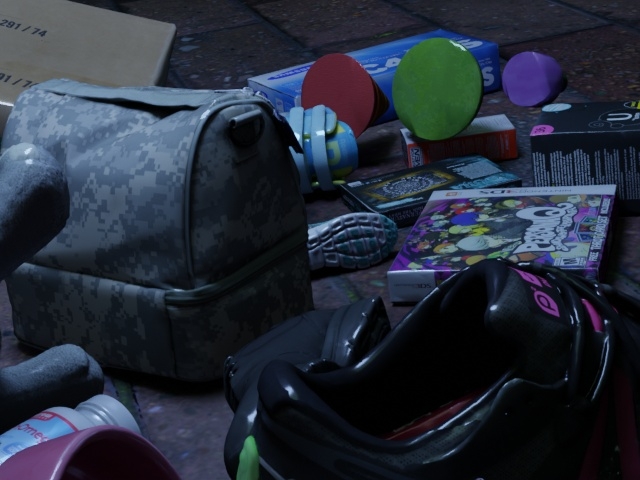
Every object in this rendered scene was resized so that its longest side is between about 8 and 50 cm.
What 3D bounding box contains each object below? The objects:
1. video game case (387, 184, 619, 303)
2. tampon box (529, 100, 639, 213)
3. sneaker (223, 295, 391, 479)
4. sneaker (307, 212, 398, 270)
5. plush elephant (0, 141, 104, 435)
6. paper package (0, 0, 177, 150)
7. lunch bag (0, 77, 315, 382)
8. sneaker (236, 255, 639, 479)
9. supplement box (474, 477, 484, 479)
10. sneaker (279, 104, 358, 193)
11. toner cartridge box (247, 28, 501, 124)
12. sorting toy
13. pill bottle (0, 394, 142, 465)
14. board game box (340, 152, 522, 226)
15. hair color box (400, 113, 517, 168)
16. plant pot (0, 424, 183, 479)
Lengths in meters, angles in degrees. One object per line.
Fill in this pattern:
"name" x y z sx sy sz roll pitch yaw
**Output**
"video game case" 0.197 0.001 1.350 0.210 0.042 0.232 -2 22 19
"tampon box" 0.327 -0.096 1.466 0.161 0.101 0.120 -1 22 18
"sneaker" -0.027 0.131 1.047 0.130 0.109 0.286 -7 11 20
"sneaker" 0.000 0.000 1.400 0.166 0.065 0.076 -11 18 -12
"plush elephant" -0.377 0.066 1.068 0.330 0.272 0.255 -37 48 -28
"paper package" -0.364 -0.167 1.581 0.324 0.168 0.309 12 35 -2
"lunch bag" -0.164 -0.027 1.255 0.305 0.256 0.212 10 28 37
"sneaker" 0.175 0.104 0.882 0.482 0.202 0.185 -16 24 -19
"supplement box" 0.034 0.227 0.711 0.188 0.104 0.081 -24 -18 -27
"sneaker" -0.075 -0.093 1.571 0.208 0.127 0.319 1 24 25
"toner cartridge box" 0.083 -0.236 1.941 0.347 0.075 0.165 -18 23 -23
"sorting toy" 0.154 -0.189 1.660 0.365 0.127 0.126 -2 1 34
"pill bottle" -0.214 0.181 0.979 0.087 0.087 0.160 10 27 38
"board game box" 0.131 -0.060 1.548 0.186 0.026 0.126 -14 23 -15
"hair color box" 0.178 -0.126 1.675 0.141 0.043 0.072 -8 21 -1
"plant pot" -0.175 0.225 0.741 0.180 0.201 0.201 -18 18 17
